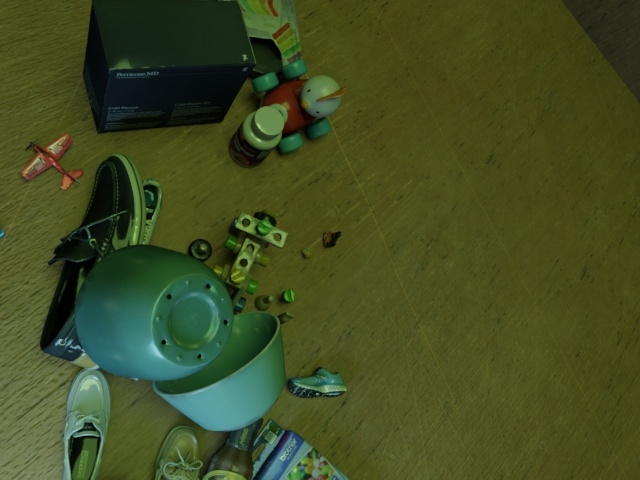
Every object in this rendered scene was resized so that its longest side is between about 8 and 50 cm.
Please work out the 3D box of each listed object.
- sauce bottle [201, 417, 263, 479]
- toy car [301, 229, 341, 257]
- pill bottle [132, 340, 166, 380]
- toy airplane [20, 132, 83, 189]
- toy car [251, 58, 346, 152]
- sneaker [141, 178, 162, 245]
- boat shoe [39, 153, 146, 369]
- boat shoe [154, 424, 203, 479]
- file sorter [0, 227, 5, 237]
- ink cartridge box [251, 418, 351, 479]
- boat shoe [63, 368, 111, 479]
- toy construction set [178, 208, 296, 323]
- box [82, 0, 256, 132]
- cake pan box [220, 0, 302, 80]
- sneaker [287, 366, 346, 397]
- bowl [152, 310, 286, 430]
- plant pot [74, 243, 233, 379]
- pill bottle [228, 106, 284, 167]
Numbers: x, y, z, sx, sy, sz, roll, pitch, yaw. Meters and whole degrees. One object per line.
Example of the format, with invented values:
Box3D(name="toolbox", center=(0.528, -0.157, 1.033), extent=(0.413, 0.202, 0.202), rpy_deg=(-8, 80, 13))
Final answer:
Box3D(name="sauce bottle", center=(-0.220, 0.560, 1.358), extent=(0.111, 0.111, 0.344), rpy_deg=(23, 70, -18))
Box3D(name="toy car", center=(0.000, 0.000, 1.676), extent=(0.122, 0.060, 0.040), rpy_deg=(-21, 53, -35))
Box3D(name="pill bottle", center=(-0.397, 0.236, 1.392), extent=(0.094, 0.094, 0.169), rpy_deg=(41, 62, -9))
Box3D(name="toy airplane", center=(-0.635, -0.185, 1.443), extent=(0.151, 0.028, 0.151), rpy_deg=(7, 73, -23))
Box3D(name="toy car", center=(-0.033, -0.379, 1.636), extent=(0.210, 0.238, 0.219), rpy_deg=(-33, 109, -29))
Box3D(name="sneaker", center=(-0.440, -0.041, 1.461), extent=(0.085, 0.086, 0.237), rpy_deg=(14, 71, -23))
Box3D(name="boat shoe", center=(-0.510, 0.031, 1.344), extent=(0.156, 0.187, 0.500), rpy_deg=(19, 71, -41))
Box3D(name="boat shoe", center=(-0.321, 0.559, 1.334), extent=(0.105, 0.089, 0.285), rpy_deg=(14, 69, -21))
Box3D(name="file sorter", center=(-0.790, -0.043, 1.283), extent=(0.170, 0.104, 0.118), rpy_deg=(43, 62, -9))
Box3D(name="ink cartridge box", center=(-0.052, 0.604, 1.467), extent=(0.311, 0.065, 0.185), rpy_deg=(42, 62, -6))
Box3D(name="boat shoe", center=(-0.505, 0.407, 1.292), extent=(0.096, 0.088, 0.267), rpy_deg=(12, 70, -22))
Box3D(name="toy construction set", center=(-0.159, 0.068, 1.473), extent=(0.257, 0.237, 0.309), rpy_deg=(-42, 95, -29))
Box3D(name="box", center=(-0.378, -0.423, 1.474), extent=(0.343, 0.312, 0.178), rpy_deg=(-11, 80, -28))
Box3D(name="cake pan box", center=(-0.183, -0.596, 1.760), extent=(0.246, 0.070, 0.266), rpy_deg=(-1, 76, -24))
Box3D(name="sneaker", center=(-0.012, 0.368, 1.566), extent=(0.162, 0.063, 0.073), rpy_deg=(10, 53, -27))
Box3D(name="bowl", center=(-0.205, 0.313, 1.373), extent=(0.312, 0.312, 0.163), rpy_deg=(-35, 112, -29))
Box3D(name="plant pot", center=(-0.318, 0.156, 1.241), extent=(0.293, 0.235, 0.292), rpy_deg=(-1, 91, -42))
Box3D(name="pill bottle", center=(-0.167, -0.277, 1.598), extent=(0.108, 0.193, 0.108), rpy_deg=(8, 71, -23))
